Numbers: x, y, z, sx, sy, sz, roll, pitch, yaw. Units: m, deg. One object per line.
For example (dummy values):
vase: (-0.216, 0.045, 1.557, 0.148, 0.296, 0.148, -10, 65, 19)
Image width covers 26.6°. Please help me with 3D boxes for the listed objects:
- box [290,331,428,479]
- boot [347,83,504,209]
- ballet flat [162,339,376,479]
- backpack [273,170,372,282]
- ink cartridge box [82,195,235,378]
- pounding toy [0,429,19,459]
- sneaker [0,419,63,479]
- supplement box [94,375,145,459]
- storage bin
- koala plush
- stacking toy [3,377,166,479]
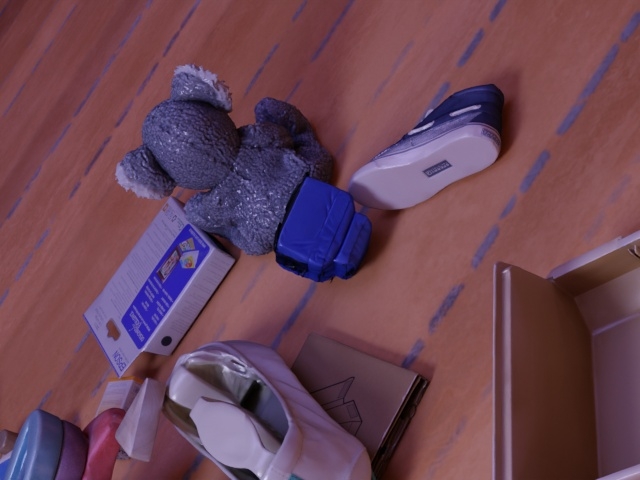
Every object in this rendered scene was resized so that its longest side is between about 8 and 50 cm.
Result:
box: (0.010, 0.187, 1.360, 0.201, 0.021, 0.164, 15, 75, 57)
boot: (0.115, -0.098, 1.439, 0.190, 0.069, 0.086, -19, 39, 35)
ballet flat: (-0.084, 0.173, 1.358, 0.139, 0.139, 0.400, -58, 30, -2)
backpack: (0.000, 0.000, 1.472, 0.098, 0.101, 0.120, -61, -2, -14)
ink cartridge box: (-0.214, 0.064, 1.763, 0.208, 0.045, 0.206, -53, 31, 4)
pounding toy: (-0.510, 0.318, 1.902, 0.206, 0.094, 0.181, -42, 34, 24)
sneaker: (-0.381, 0.308, 1.764, 0.152, 0.058, 0.084, -42, 25, 12)
supplement box: (-0.250, 0.221, 1.679, 0.062, 0.036, 0.098, -10, 54, 50)
storage bin: (0.266, 0.078, 0.998, 0.262, 0.123, 0.260, -31, 40, 37)
koala plush: (-0.117, -0.099, 1.604, 0.196, 0.221, 0.203, -53, 31, 5)
stacking toy: (-0.278, 0.282, 1.363, 0.279, 0.130, 0.308, -49, 29, 45)
